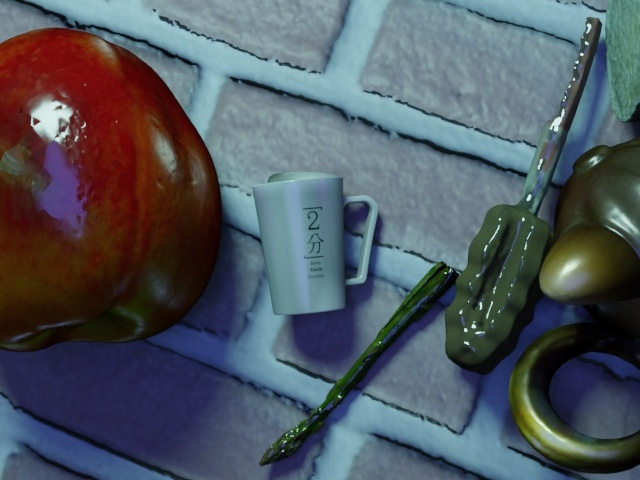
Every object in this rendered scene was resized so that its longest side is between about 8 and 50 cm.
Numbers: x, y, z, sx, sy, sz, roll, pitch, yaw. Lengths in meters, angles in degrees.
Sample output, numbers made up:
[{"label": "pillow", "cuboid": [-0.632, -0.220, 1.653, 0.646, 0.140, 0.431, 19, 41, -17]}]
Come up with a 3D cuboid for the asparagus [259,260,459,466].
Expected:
[{"label": "asparagus", "cuboid": [0.031, 0.108, 0.985, 0.023, 0.022, 0.233, 41, 94, -12]}]

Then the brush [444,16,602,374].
[{"label": "brush", "cuboid": [0.172, -0.037, 0.939, 0.071, 0.084, 0.301, 21, 86, 13]}]

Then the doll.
[{"label": "doll", "cuboid": [0.322, 0.052, 0.845, 0.339, 0.209, 0.318, 25, 77, 12]}]

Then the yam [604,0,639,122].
[{"label": "yam", "cuboid": [0.366, -0.201, 0.878, 0.330, 0.133, 0.133, -19, 84, 7]}]

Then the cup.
[{"label": "cup", "cuboid": [0.000, 0.000, 0.978, 0.104, 0.074, 0.116, -6, 90, -18]}]

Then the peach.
[{"label": "peach", "cuboid": [-0.206, -0.054, 0.962, 0.248, 0.245, 0.275, -10, 73, -17]}]
